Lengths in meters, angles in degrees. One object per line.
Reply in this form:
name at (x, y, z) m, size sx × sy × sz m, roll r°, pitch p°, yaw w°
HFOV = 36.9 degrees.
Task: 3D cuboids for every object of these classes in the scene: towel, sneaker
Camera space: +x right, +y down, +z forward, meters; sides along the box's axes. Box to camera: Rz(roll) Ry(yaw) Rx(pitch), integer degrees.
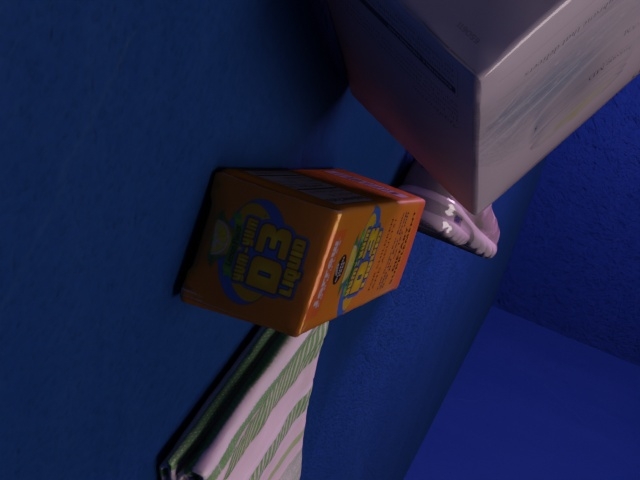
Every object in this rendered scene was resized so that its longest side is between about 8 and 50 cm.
towel at (-0.054, 0.189, 0.777) m, size 0.248 × 0.038 × 0.325 m, roll -55°, pitch 161°, yaw -44°
sneaker at (0.157, -0.052, 1.050) m, size 0.115 × 0.105 × 0.281 m, roll -68°, pitch 166°, yaw 2°

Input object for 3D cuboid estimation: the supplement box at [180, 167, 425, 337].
supplement box at (0.000, 0.000, 0.605) m, size 0.233 × 0.080 × 0.078 m, roll -12°, pitch 121°, yaw -70°

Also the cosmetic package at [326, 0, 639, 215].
cosmetic package at (0.128, -0.160, 0.555) m, size 0.224 × 0.138 × 0.224 m, roll -41°, pitch 164°, yaw -3°
